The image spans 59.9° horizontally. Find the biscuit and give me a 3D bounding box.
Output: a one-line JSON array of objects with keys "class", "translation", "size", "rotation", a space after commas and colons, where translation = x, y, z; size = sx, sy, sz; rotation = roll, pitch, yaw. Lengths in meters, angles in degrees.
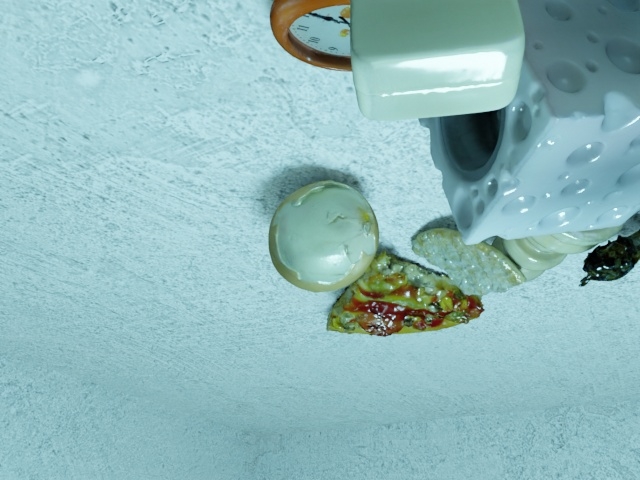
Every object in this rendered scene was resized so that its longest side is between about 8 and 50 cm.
[{"class": "biscuit", "translation": [0.305, 0.048, 1.164], "size": [0.265, 0.040, 0.188], "rotation": [22, 151, 37]}]

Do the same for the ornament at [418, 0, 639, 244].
[{"class": "ornament", "translation": [0.282, -0.164, 0.675], "size": [0.239, 0.240, 0.239], "rotation": [-6, 152, -13]}]

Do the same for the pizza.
[{"class": "pizza", "translation": [0.169, 0.154, 1.380], "size": [0.439, 0.130, 0.406], "rotation": [-10, 150, 19]}]

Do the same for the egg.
[{"class": "egg", "translation": [0.000, 0.000, 1.051], "size": [0.200, 0.201, 0.244], "rotation": [9, 161, -13]}]

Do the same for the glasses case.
[{"class": "glasses case", "translation": [0.094, -0.245, 0.507], "size": [0.131, 0.313, 0.070], "rotation": [-4, 146, 8]}]

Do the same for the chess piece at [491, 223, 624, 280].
[{"class": "chess piece", "translation": [0.426, -0.007, 1.075], "size": [0.166, 0.167, 0.300], "rotation": [4, 154, -6]}]

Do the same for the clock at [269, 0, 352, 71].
[{"class": "clock", "translation": [0.039, -0.269, 0.688], "size": [0.205, 0.052, 0.205], "rotation": [1, 171, 0]}]

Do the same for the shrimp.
[{"class": "shrimp", "translation": [0.595, -0.005, 1.017], "size": [0.364, 0.071, 0.233], "rotation": [-9, 149, -49]}]
